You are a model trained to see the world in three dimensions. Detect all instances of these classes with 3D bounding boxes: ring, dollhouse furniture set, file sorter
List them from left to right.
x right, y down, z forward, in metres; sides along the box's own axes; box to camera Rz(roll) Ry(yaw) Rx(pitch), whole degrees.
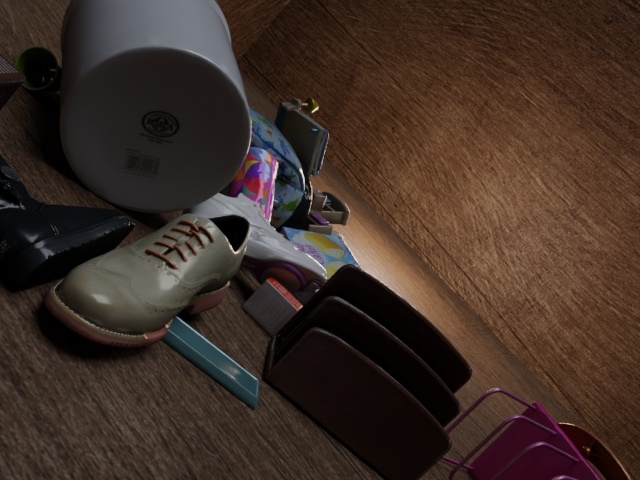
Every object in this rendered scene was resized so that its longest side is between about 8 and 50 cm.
[{"bbox_3d":[0.014,-0.186,1.954,0.198,0.303,0.286,1,25,-34],"label":"dollhouse furniture set"},{"bbox_3d":[0.366,0.443,1.375,0.182,0.202,0.290,30,18,-39],"label":"file sorter"},{"bbox_3d":[0.506,0.520,1.468,0.032,0.336,0.336,-9,37,-19],"label":"ring"}]

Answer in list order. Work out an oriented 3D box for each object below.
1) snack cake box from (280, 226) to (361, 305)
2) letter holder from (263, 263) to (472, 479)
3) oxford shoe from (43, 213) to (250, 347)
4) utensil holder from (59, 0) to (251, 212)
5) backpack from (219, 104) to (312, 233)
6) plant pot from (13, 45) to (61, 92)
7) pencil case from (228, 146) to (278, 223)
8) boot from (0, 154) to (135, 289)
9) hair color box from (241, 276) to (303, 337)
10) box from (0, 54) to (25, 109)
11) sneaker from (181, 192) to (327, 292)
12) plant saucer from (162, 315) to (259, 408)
[{"bbox_3d":[0.005,0.080,1.602,0.152,0.089,0.264,11,25,-25],"label":"snack cake box"},{"bbox_3d":[0.094,0.212,1.238,0.302,0.214,0.152,41,12,-10],"label":"letter holder"},{"bbox_3d":[-0.210,0.028,1.002,0.141,0.146,0.397,36,15,6],"label":"oxford shoe"},{"bbox_3d":[-0.298,-0.278,1.360,0.328,0.327,0.385,36,19,-33],"label":"utensil holder"},{"bbox_3d":[-0.191,-0.193,1.749,0.356,0.273,0.290,17,31,-33],"label":"backpack"},{"bbox_3d":[-0.519,-0.312,1.432,0.083,0.083,0.079,44,-2,5],"label":"plant pot"},{"bbox_3d":[-0.137,-0.074,1.542,0.104,0.105,0.236,32,49,-44],"label":"pencil case"},{"bbox_3d":[-0.363,-0.054,0.953,0.207,0.094,0.246,48,18,3],"label":"boot"},{"bbox_3d":[-0.062,0.138,1.339,0.141,0.072,0.043,45,12,4],"label":"hair color box"},{"bbox_3d":[-0.509,-0.187,0.845,0.191,0.143,0.381,42,10,-8],"label":"box"},{"bbox_3d":[-0.110,-0.007,1.394,0.305,0.114,0.152,28,50,-23],"label":"sneaker"},{"bbox_3d":[-0.159,0.161,1.069,0.192,0.018,0.067,41,12,-13],"label":"plant saucer"}]
